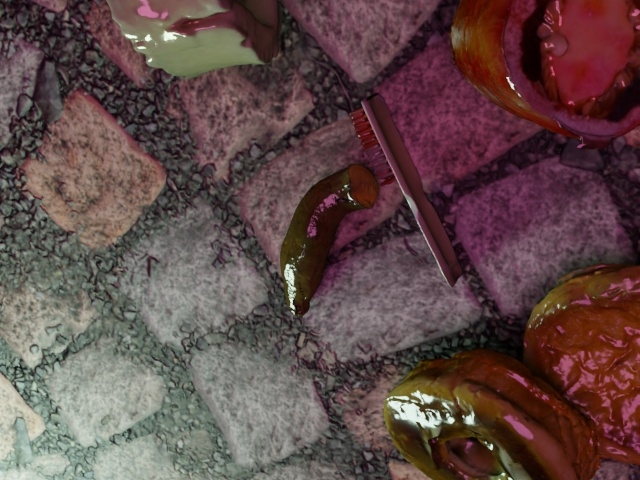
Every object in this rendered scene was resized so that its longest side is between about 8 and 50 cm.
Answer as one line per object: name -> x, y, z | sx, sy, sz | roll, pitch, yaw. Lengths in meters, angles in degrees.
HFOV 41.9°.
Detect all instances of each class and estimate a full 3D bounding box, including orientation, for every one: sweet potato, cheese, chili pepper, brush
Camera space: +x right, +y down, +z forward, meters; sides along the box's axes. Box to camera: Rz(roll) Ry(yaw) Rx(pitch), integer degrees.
sweet potato -> -0.001, 0.003, 1.338 | 0.112, 0.085, 0.286 | 24, 112, 1
cheese -> -0.173, -0.377, 1.125 | 0.153, 0.332, 0.292 | -9, 92, 17
chili pepper -> 0.306, -0.262, 1.088 | 0.251, 0.305, 0.229 | 21, 104, -7
brush -> 0.132, -0.072, 1.297 | 0.050, 0.060, 0.321 | -22, 101, 32

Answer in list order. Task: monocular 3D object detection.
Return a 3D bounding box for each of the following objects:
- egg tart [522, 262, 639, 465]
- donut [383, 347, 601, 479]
egg tart -> 0.465, 0.175, 1.245 | 0.341, 0.129, 0.341 | 9, 114, 20
donut -> 0.263, 0.293, 1.286 | 0.330, 0.160, 0.330 | 27, 149, 18
